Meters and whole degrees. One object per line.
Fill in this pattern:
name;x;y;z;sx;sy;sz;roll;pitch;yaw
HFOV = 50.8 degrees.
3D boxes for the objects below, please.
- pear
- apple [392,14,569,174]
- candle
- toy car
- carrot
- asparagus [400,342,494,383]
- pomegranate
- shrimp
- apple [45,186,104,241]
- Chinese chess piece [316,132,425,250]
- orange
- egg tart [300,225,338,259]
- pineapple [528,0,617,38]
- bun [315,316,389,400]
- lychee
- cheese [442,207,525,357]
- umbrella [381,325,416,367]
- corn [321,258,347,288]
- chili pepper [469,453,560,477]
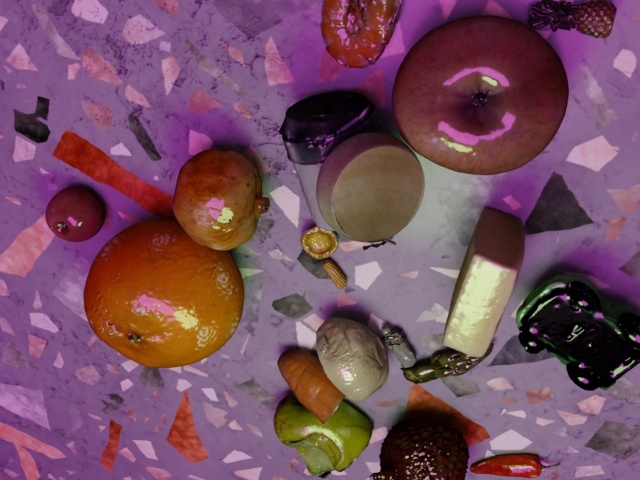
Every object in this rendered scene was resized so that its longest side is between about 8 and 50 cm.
pear;-0.005;0.563;2.029;0.238;0.164;0.255;-32;108;32
apple;0.313;-0.279;1.335;0.345;0.269;0.344;7;122;12
candle;0.052;-0.151;1.521;0.221;0.221;0.342;-6;122;19
toy car;0.654;0.220;1.627;0.359;0.176;0.213;34;124;-3
carrot;-0.024;0.394;1.936;0.225;0.159;0.159;39;125;11
asparagus;0.345;0.338;1.839;0.287;0.080;0.080;-27;111;24
pomegranate;-0.239;-0.099;1.634;0.248;0.248;0.248;7;123;11
shrimp;0.095;-0.502;1.380;0.164;0.062;0.317;26;127;1
apple;-0.669;-0.066;1.831;0.153;0.120;0.153;7;124;11
Chinese chess piece;0.100;-0.104;1.381;0.238;0.092;0.237;-11;118;-21
orange;-0.413;0.151;1.775;0.424;0.326;0.424;8;123;13
egg tart;0.000;0.000;1.738;0.105;0.039;0.105;7;123;11
pineapple;0.488;-0.435;1.313;0.159;0.074;0.074;12;124;18
bun;0.095;0.305;1.820;0.153;0.244;0.244;-34;109;9
lychee;0.285;0.641;1.931;0.300;0.264;0.264;-14;124;-18
cheese;0.382;0.096;1.571;0.124;0.242;0.265;15;124;6
umbrella;0.214;0.289;1.858;0.143;0.062;0.067;50;151;-19
corn;0.038;0.088;1.786;0.037;0.037;0.092;-28;112;29
chili pepper;0.572;0.672;2.002;0.272;0.063;0.071;-10;106;24
